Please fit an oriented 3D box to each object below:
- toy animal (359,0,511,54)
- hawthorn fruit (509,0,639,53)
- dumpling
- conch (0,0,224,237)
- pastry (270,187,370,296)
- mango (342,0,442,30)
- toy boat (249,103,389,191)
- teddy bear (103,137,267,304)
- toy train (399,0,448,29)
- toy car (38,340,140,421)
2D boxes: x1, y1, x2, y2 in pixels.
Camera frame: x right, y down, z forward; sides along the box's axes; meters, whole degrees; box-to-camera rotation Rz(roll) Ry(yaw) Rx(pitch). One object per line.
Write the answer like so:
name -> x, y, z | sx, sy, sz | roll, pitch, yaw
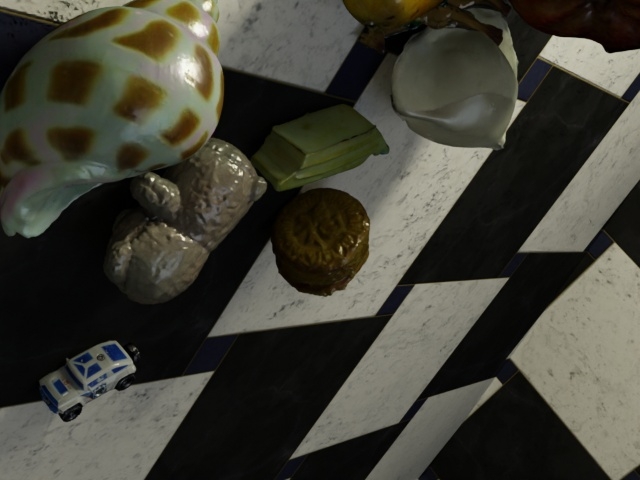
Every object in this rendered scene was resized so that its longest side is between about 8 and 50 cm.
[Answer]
toy animal -> 0.192, -0.366, 1.493 | 0.275, 0.149, 0.054 | -3, 148, -12
hawthorn fruit -> 0.489, -0.518, 1.441 | 0.403, 0.403, 0.403 | -35, 152, -22
dumpling -> 0.259, -0.299, 1.642 | 0.341, 0.181, 0.260 | 11, 96, -24
conch -> -0.235, -0.164, 1.050 | 0.368, 0.197, 0.249 | -33, -172, -35
pastry -> 0.000, 0.000, 1.643 | 0.188, 0.189, 0.103 | -39, 151, -15
mango -> 0.129, -0.407, 1.316 | 0.262, 0.130, 0.167 | -36, 142, -41
toy boat -> 0.010, -0.163, 1.503 | 0.276, 0.111, 0.084 | -20, 139, -41
teddy bear -> -0.205, -0.030, 1.323 | 0.267, 0.151, 0.236 | -48, 152, 1
toy train -> 0.153, -0.389, 1.430 | 0.122, 0.081, 0.050 | -39, 162, -13
toy car -> -0.379, 0.223, 1.502 | 0.170, 0.080, 0.070 | -29, 149, -31
